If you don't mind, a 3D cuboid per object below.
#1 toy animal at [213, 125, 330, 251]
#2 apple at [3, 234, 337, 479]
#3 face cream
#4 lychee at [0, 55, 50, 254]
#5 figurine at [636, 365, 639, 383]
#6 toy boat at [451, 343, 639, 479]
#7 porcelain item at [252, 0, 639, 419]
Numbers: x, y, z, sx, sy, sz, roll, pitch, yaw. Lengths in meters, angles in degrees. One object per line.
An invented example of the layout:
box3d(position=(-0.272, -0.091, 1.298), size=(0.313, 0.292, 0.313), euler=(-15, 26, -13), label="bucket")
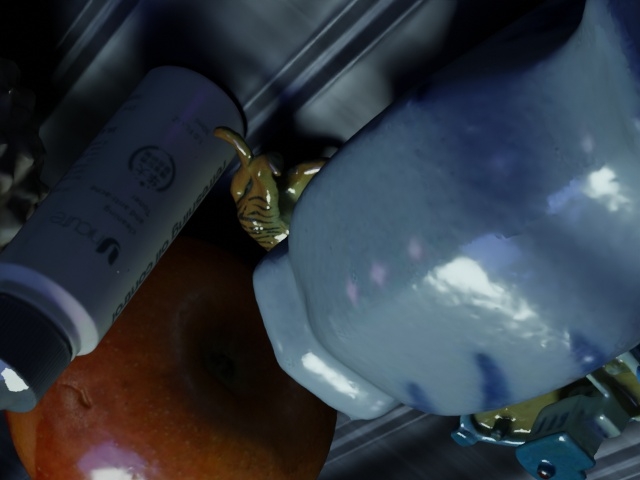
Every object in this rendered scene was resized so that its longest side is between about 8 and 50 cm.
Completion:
box3d(position=(0.000, 0.000, 1.120), size=(0.241, 0.056, 0.099), euler=(40, 143, -23), label="toy animal")
box3d(position=(-0.116, 0.121, 1.210), size=(0.206, 0.251, 0.272), euler=(-31, 98, 33), label="apple")
box3d(position=(-0.163, 0.009, 1.047), size=(0.092, 0.311, 0.092), euler=(22, 144, 17), label="face cream")
box3d(position=(-0.417, -0.061, 1.125), size=(0.432, 0.380, 0.380), euler=(1, 144, -6), label="lychee")
box3d(position=(0.270, 0.072, 1.006), size=(0.114, 0.079, 0.114), euler=(5, 110, 15), label="figurine")
box3d(position=(0.171, 0.121, 1.110), size=(0.088, 0.102, 0.215), euler=(46, 144, -15), label="toy boat")
box3d(position=(0.121, -0.022, 0.857), size=(0.178, 0.242, 0.405), euler=(54, 147, 2), label="porcelain item")
